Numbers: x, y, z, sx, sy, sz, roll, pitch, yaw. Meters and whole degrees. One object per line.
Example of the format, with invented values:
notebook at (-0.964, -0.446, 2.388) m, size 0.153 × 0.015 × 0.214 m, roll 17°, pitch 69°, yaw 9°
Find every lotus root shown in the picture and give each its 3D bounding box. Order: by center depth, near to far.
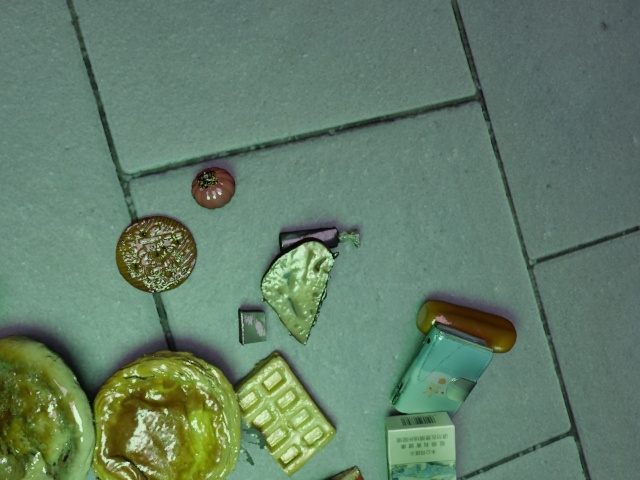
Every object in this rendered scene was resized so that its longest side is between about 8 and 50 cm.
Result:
lotus root at (-0.060, 0.111, 1.096) m, size 0.170 × 0.074 × 0.260 m, roll 22°, pitch 101°, yaw -13°

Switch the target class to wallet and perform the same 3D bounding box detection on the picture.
wallet at (0.307, 0.342, 1.145) m, size 0.176 × 0.075 × 0.250 m, roll 21°, pitch 109°, yaw -13°

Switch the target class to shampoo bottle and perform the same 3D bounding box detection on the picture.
shampoo bottle at (0.000, 0.000, 1.147) m, size 0.208 × 0.057 × 0.063 m, roll -6°, pitch 89°, yaw -11°

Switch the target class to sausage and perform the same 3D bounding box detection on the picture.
sausage at (0.390, 0.231, 1.197) m, size 0.274 × 0.105 × 0.105 m, roll 16°, pitch 85°, yaw -8°

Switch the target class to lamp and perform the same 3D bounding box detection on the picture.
lamp at (-0.257, -0.126, 1.082) m, size 0.108 × 0.092 × 0.107 m, roll -5°, pitch 59°, yaw 8°

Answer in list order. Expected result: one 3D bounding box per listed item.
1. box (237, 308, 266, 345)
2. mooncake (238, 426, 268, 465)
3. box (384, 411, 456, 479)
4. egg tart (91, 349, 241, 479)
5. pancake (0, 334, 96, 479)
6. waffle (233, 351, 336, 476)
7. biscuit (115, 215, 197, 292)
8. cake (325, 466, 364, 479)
box at (-0.168, 0.210, 1.105) m, size 0.063 × 0.060 × 0.084 m, roll -3°, pitch 87°, yaw -16°
mooncake at (-0.163, 0.623, 1.061) m, size 0.150 × 0.057 × 0.346 m, roll 17°, pitch 97°, yaw -6°
box at (0.252, 0.571, 1.134) m, size 0.164 × 0.069 × 0.256 m, roll -5°, pitch 99°, yaw -1°
egg tart at (-0.340, 0.420, 1.015) m, size 0.352 × 0.150 × 0.351 m, roll 1°, pitch 84°, yaw -7°
pancake at (-0.649, 0.395, 0.946) m, size 0.387 × 0.082 × 0.386 m, roll 0°, pitch 92°, yaw 10°
waffle at (-0.092, 0.429, 1.110) m, size 0.168 × 0.057 × 0.274 m, roll -37°, pitch 95°, yaw -11°
biscuit at (-0.394, 0.034, 1.081) m, size 0.188 × 0.027 × 0.187 m, roll 0°, pitch 88°, yaw -12°
cake at (0.017, 0.675, 1.072) m, size 0.262 × 0.159 × 0.158 m, roll -21°, pitch 89°, yaw -13°
